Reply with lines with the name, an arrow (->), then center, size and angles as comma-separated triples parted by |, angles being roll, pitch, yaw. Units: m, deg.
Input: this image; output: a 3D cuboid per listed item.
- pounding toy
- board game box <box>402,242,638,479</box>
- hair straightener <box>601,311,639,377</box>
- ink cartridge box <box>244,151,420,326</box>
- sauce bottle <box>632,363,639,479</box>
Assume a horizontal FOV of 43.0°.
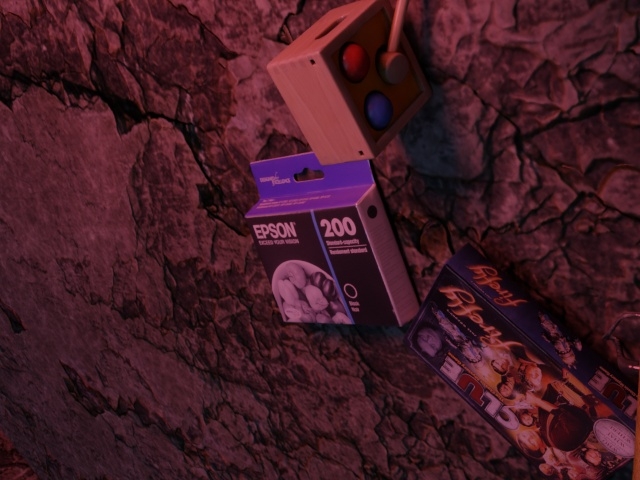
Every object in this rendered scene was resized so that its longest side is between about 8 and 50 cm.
pounding toy -> 0.043, -0.165, 0.748 | 0.100, 0.141, 0.130 | -1, 128, 47
board game box -> 0.202, 0.136, 0.813 | 0.243, 0.042, 0.165 | 43, 148, 18
hair straightener -> 0.336, 0.087, 0.668 | 0.230, 0.047, 0.089 | 5, 118, 49
ink cartridge box -> 0.000, 0.000, 0.954 | 0.206, 0.045, 0.208 | -4, 110, 48
sauce bottle -> 0.308, 0.200, 0.658 | 0.111, 0.111, 0.344 | 21, 137, 36
